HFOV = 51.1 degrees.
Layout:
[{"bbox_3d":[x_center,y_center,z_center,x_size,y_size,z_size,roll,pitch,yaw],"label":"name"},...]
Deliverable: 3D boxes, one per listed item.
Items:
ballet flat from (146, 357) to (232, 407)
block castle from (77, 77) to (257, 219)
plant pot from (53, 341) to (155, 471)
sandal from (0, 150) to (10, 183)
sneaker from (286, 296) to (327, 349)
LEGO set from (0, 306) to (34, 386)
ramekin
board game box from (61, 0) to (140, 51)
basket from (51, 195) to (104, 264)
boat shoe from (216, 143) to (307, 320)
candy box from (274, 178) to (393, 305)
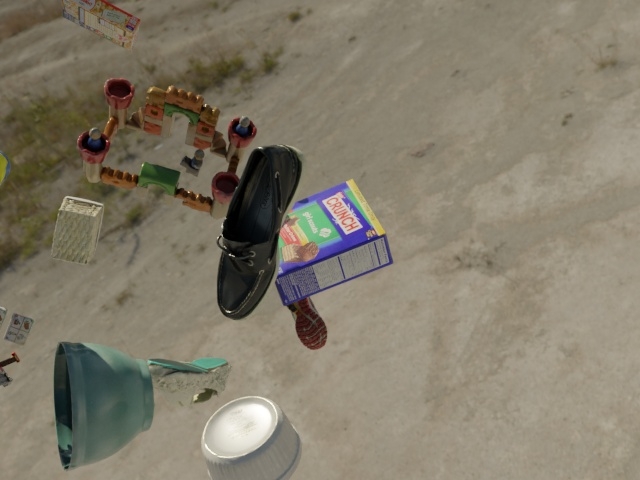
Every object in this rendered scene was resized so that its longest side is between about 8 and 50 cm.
[{"bbox_3d":[-0.363,0.403,1.886,0.147,0.409,0.147,-3,80,18],"label":"ballet flat"},{"bbox_3d":[-0.428,-0.276,1.923,0.453,0.213,0.303,17,56,-8],"label":"block castle"},{"bbox_3d":[-0.509,0.377,1.585,0.196,0.293,0.293,-1,19,-28],"label":"plant pot"},{"bbox_3d":[-0.870,-0.143,1.607,0.317,0.126,0.138,-22,27,17],"label":"sandal"},{"bbox_3d":[-0.042,0.209,1.936,0.088,0.225,0.093,-22,6,4],"label":"sneaker"},{"bbox_3d":[-0.822,0.257,1.635,0.244,0.182,0.060,-64,15,13],"label":"LEGO set"},{"bbox_3d":[-0.152,0.425,1.407,0.207,0.109,0.207,-14,31,9],"label":"ramekin"},{"bbox_3d":[-0.570,-0.576,1.739,0.045,0.193,0.147,-68,17,-10],"label":"board game box"},{"bbox_3d":[-0.688,-0.025,1.895,0.113,0.167,0.103,12,20,-14],"label":"basket"},{"bbox_3d":[-0.129,-0.015,1.204,0.127,0.113,0.340,29,100,27],"label":"boat shoe"},{"bbox_3d":[0.000,0.000,1.819,0.317,0.122,0.268,-21,41,-5],"label":"candy box"}]
